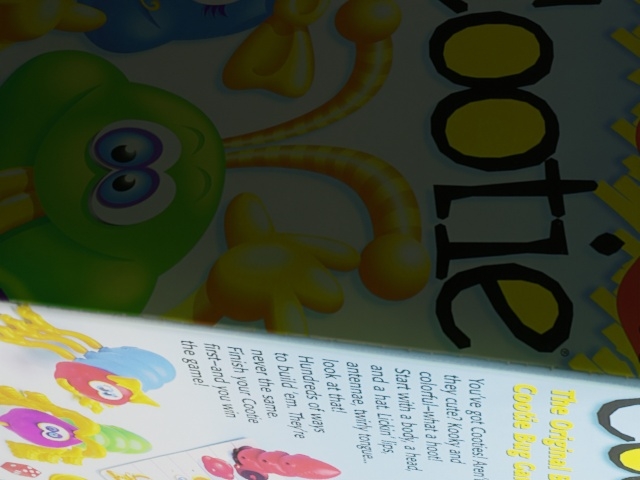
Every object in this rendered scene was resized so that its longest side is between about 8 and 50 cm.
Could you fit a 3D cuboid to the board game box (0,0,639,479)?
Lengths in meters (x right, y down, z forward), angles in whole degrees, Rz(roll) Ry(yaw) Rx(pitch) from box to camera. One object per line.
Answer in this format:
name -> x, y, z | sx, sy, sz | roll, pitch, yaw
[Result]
board game box -> 0.000, 0.000, 0.483 | 0.275, 0.142, 0.144 | 7, 149, 10
